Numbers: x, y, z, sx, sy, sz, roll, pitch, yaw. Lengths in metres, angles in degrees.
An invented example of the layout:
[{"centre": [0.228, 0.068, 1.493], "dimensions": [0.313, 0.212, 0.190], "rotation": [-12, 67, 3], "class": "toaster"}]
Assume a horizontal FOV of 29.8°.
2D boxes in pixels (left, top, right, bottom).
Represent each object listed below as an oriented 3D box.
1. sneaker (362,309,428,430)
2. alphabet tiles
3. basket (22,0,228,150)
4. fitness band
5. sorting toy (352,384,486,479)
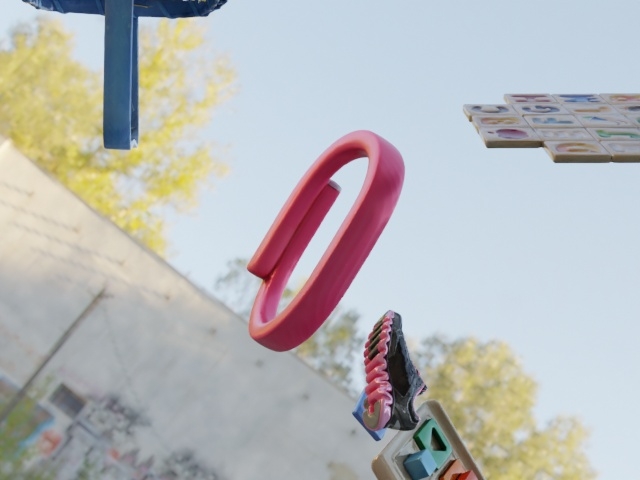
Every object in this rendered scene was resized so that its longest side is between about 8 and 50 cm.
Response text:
[{"centre": [0.071, 0.122, 1.110], "dimensions": [0.057, 0.119, 0.047], "rotation": [14, -29, -17], "class": "sneaker"}, {"centre": [0.336, -0.127, 1.311], "dimensions": [0.343, 0.285, 0.011], "rotation": [-1, -70, -1], "class": "alphabet tiles"}, {"centre": [-0.188, -0.230, 1.149], "dimensions": [0.201, 0.288, 0.255], "rotation": [4, 6, -9], "class": "basket"}, {"centre": [0.000, 0.000, 1.459], "dimensions": [0.054, 0.290, 0.209], "rotation": [32, -3, -24], "class": "fitness band"}, {"centre": [0.177, 0.351, 1.790], "dimensions": [0.047, 0.196, 0.347], "rotation": [-27, -85, 38], "class": "sorting toy"}]
